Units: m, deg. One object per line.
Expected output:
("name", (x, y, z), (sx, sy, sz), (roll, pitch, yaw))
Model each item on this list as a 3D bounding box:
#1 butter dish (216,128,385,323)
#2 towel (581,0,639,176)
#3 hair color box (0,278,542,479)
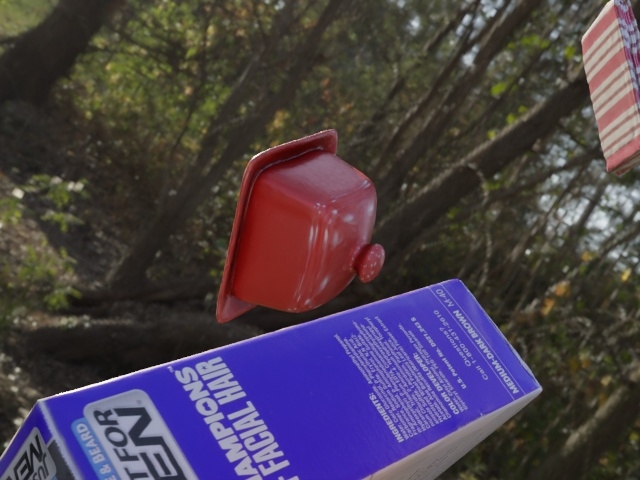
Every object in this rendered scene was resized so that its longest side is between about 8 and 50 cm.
("butter dish", (0.000, 0.000, 0.786), (0.118, 0.159, 0.160), (23, 25, 23))
("towel", (0.368, -0.185, 1.115), (0.029, 0.197, 0.144), (-9, -7, -3))
("hair color box", (-0.034, 0.140, 0.556), (0.339, 0.185, 0.110), (-13, 60, -48))
